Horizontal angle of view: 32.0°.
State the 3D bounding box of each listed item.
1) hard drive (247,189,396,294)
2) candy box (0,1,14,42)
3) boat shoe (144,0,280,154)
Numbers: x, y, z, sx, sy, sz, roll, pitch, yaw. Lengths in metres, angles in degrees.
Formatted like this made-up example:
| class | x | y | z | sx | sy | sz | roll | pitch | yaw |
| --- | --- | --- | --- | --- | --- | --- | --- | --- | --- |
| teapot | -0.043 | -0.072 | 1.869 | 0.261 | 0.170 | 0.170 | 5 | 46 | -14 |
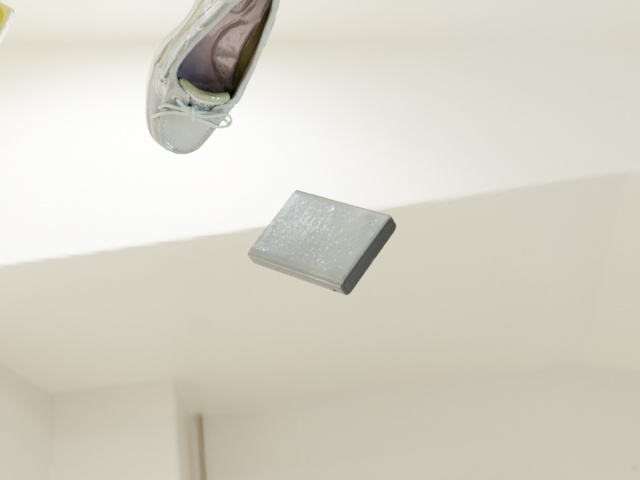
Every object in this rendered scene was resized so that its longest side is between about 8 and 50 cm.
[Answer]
| class | x | y | z | sx | sy | sz | roll | pitch | yaw |
| --- | --- | --- | --- | --- | --- | --- | --- | --- | --- |
| hard drive | 0.000 | 0.000 | 1.153 | 0.135 | 0.094 | 0.022 | 17 | -28 | 41 |
| candy box | -0.473 | -0.230 | 1.392 | 0.109 | 0.186 | 0.053 | 27 | -8 | -12 |
| boat shoe | -0.138 | -0.228 | 1.432 | 0.118 | 0.103 | 0.320 | 18 | -54 | -26 |
